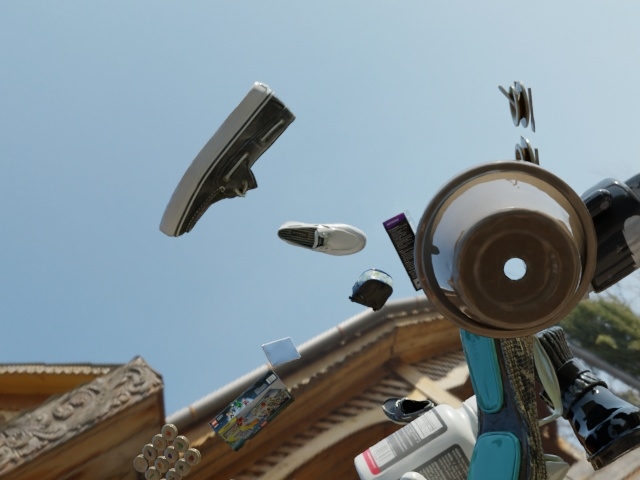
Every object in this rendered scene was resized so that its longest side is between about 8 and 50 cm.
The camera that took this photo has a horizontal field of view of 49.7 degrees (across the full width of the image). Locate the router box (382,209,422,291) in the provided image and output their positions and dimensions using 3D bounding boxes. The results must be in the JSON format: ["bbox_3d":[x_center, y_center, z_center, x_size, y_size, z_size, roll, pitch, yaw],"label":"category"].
[{"bbox_3d":[0.165,0.014,1.249,0.046,0.133,0.179,-26,-1,10],"label":"router box"}]

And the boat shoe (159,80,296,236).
[{"bbox_3d":[-0.163,-0.132,1.260,0.119,0.121,0.335,35,-96,-6],"label":"boat shoe"}]

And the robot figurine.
[{"bbox_3d":[0.504,-0.006,1.264,0.278,0.173,0.209,-35,-76,9],"label":"robot figurine"}]

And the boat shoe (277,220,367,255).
[{"bbox_3d":[0.000,0.000,1.723,0.076,0.226,0.083,-38,-49,-73],"label":"boat shoe"}]

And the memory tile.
[{"bbox_3d":[-0.339,0.483,1.517,0.148,0.113,0.012,-49,-10,18],"label":"memory tile"}]

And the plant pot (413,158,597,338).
[{"bbox_3d":[0.255,0.022,0.929,0.229,0.263,0.263,-32,-35,-79],"label":"plant pot"}]

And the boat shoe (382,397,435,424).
[{"bbox_3d":[0.243,0.459,1.890,0.084,0.233,0.079,-43,-72,-23],"label":"boat shoe"}]

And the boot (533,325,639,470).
[{"bbox_3d":[0.490,0.288,1.316,0.131,0.260,0.348,-32,-17,2],"label":"boot"}]

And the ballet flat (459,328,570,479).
[{"bbox_3d":[0.349,0.322,1.215,0.182,0.164,0.483,7,-107,-19],"label":"ballet flat"}]

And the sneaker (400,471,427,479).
[{"bbox_3d":[0.225,0.525,1.370,0.212,0.080,0.094,59,-142,-17],"label":"sneaker"}]

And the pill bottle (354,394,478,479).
[{"bbox_3d":[0.248,0.468,1.495,0.318,0.176,0.176,-31,-44,-2],"label":"pill bottle"}]

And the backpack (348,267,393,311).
[{"bbox_3d":[0.153,0.132,1.990,0.105,0.084,0.114,23,-48,-13],"label":"backpack"}]

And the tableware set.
[{"bbox_3d":[0.363,-0.194,1.270,0.039,0.128,0.194,-10,-73,6],"label":"tableware set"}]

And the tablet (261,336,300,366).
[{"bbox_3d":[-0.085,0.242,1.504,0.083,0.054,0.006,-10,-28,-45],"label":"tablet"}]

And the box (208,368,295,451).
[{"bbox_3d":[-0.196,0.497,2.011,0.233,0.044,0.159,-40,-38,-12],"label":"box"}]
